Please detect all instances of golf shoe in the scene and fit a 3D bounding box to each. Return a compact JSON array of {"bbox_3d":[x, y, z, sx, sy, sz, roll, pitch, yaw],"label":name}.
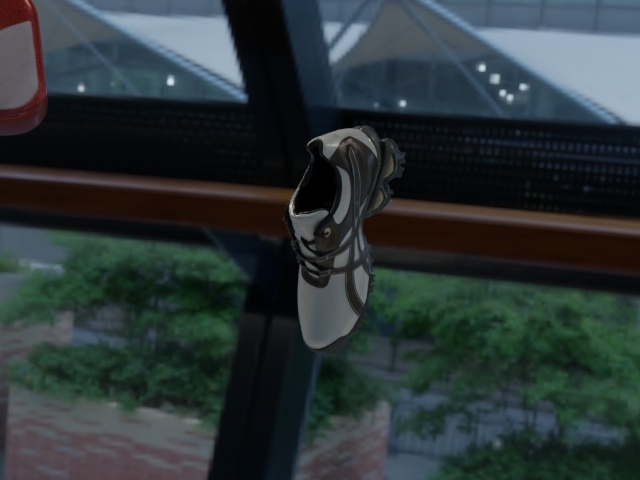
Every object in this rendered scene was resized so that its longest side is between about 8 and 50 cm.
[{"bbox_3d":[0.000,0.000,1.006,0.094,0.198,0.077,0,15,-45],"label":"golf shoe"}]

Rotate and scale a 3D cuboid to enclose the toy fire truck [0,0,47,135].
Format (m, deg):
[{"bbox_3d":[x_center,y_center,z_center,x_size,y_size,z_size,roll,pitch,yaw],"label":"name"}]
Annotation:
[{"bbox_3d":[-0.358,-0.161,0.876,0.302,0.254,0.169,-7,-11,-15],"label":"toy fire truck"}]
